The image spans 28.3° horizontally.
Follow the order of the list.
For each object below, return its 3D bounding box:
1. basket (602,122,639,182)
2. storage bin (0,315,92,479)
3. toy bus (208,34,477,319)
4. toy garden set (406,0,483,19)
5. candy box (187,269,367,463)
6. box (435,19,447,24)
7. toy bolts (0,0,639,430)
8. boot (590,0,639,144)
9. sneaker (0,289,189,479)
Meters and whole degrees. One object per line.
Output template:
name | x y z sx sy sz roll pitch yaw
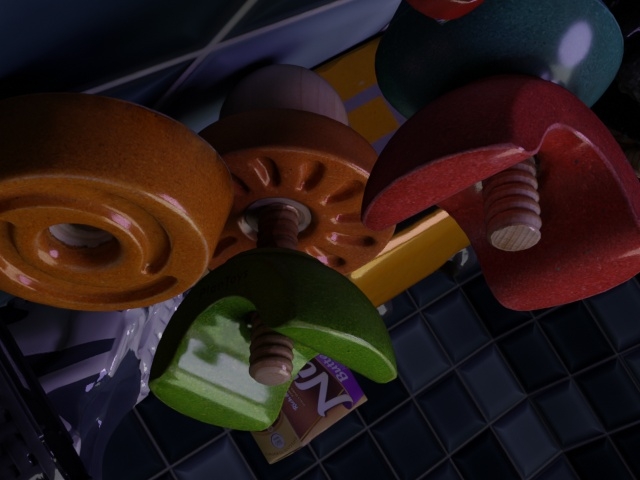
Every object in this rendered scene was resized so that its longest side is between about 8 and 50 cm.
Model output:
basket | 0.300 -0.051 0.881 0.299 0.213 0.223 1 -134 51
storage bin | -0.154 0.062 0.480 0.084 0.122 0.180 -31 176 -11
toy bus | 0.000 0.000 0.800 0.108 0.130 0.332 -31 176 -18
toy garden set | 0.138 -0.120 0.257 0.244 0.049 0.204 -15 173 -24
candy box | -0.048 0.093 1.141 0.053 0.187 0.109 -35 174 37
box | 0.087 -0.134 0.360 0.169 0.059 0.054 -32 176 12
toy bolts | -0.006 -0.055 0.478 0.228 0.159 0.218 -23 141 33
boot | 0.252 -0.167 0.662 0.260 0.131 0.348 -32 176 0
sneaker | -0.166 0.056 0.662 0.094 0.153 0.235 88 17 -55
